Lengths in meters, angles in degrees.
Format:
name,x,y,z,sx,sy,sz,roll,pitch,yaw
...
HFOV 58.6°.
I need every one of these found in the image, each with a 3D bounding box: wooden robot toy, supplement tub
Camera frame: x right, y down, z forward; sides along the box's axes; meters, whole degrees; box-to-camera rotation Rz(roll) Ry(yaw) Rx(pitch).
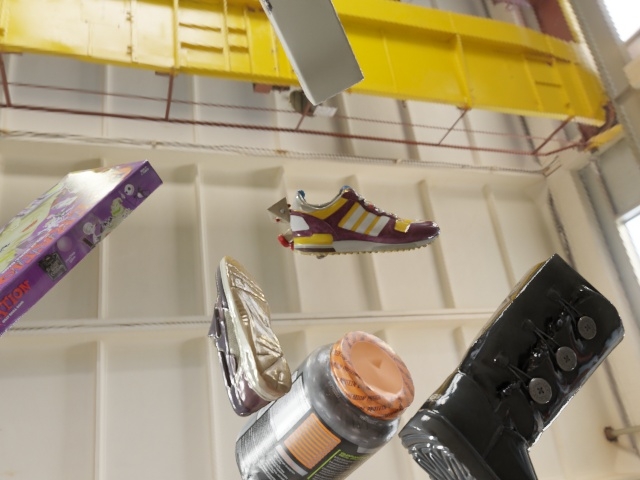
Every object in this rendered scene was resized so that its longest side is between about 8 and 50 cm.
name,x,y,z,sx,sy,sz,roll,pitch,yaw
wooden robot toy,0.000,0.000,0.765,0.079,0.076,0.173,48,-169,34
supplement tub,0.006,0.311,0.984,0.193,0.316,0.194,30,-151,-19

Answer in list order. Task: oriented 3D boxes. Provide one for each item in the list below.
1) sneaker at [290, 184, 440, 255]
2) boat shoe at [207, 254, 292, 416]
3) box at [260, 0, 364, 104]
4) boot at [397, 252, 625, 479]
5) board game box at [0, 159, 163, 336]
name,x,y,z,sx,sy,sz,roll,pitch,yaw
sneaker,0.056,-0.027,0.696,0.185,0.069,0.084,-4,-87,-10
boat shoe,-0.126,0.136,0.867,0.103,0.092,0.285,40,-165,-43
box,-0.036,-0.358,0.878,0.094,0.113,0.275,-27,-64,3
boot,0.381,0.288,0.961,0.445,0.146,0.367,-40,-82,-33
board game box,-0.383,0.019,0.737,0.347,0.208,0.056,-55,-46,-38
